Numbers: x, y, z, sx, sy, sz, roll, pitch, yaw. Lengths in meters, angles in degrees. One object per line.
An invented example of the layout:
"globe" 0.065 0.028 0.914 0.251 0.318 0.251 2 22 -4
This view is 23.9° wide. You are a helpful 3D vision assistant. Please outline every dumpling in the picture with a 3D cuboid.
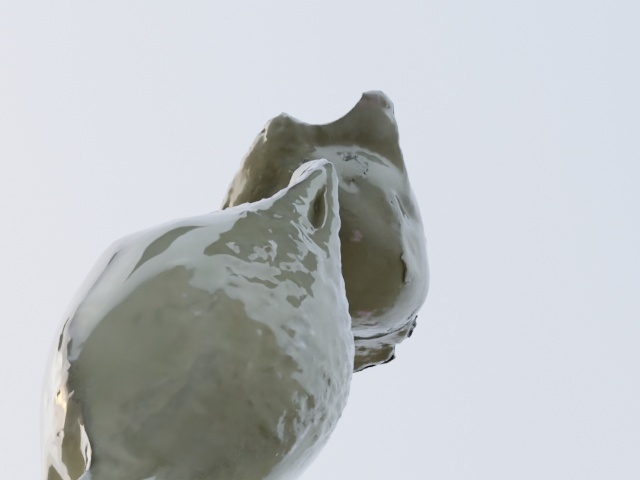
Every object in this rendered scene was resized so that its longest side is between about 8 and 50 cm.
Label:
"dumpling" 0.000 0.000 0.943 0.136 0.118 0.199 1 -67 -5
"dumpling" -0.058 0.064 0.662 0.126 0.215 0.166 11 -30 -11
